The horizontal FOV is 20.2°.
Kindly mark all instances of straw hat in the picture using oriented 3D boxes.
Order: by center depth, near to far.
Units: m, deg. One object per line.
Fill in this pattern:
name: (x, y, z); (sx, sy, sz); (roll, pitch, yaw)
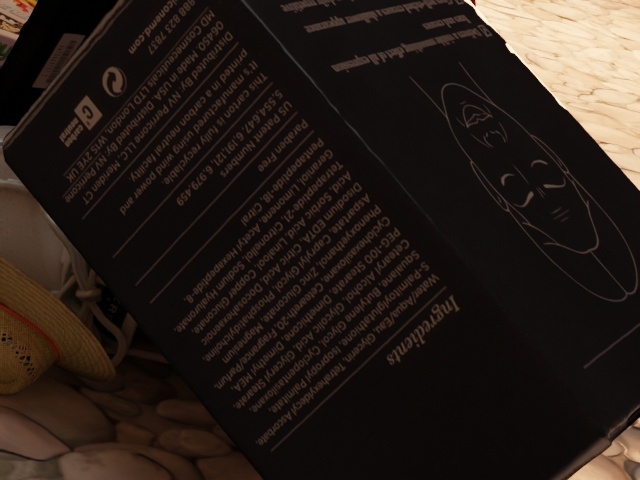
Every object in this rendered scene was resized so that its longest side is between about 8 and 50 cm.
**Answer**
straw hat: (-0.215, 0.071, 1.234); (0.144, 0.144, 0.061); (27, 65, 29)

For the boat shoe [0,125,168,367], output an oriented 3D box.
boat shoe: (-0.149, 0.033, 1.318); (0.367, 0.135, 0.156); (22, 22, -10)

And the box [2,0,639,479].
box: (0.044, -0.003, 1.193); (0.395, 0.212, 0.293); (50, 29, 10)

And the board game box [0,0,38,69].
board game box: (-0.342, -0.242, 1.793); (0.305, 0.053, 0.193); (16, 34, -47)

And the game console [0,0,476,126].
game console: (-0.084, -0.159, 1.496); (0.342, 0.060, 0.386); (4, -22, -22)
